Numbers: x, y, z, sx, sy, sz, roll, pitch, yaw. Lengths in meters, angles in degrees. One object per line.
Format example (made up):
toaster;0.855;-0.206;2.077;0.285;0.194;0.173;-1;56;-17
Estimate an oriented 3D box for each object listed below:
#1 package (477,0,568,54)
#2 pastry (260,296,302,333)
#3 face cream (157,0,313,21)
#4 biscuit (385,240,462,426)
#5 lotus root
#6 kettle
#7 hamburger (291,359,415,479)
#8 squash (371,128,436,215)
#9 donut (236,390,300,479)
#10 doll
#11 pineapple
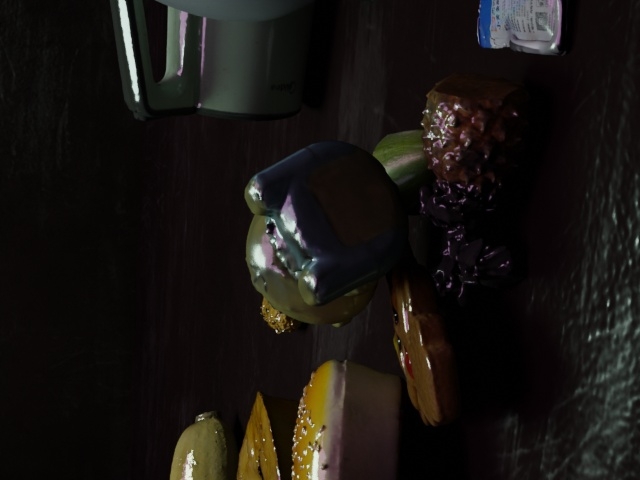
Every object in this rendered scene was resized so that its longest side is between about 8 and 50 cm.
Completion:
package;0.203;-0.275;1.071;0.173;0.027;0.171;-144;53;-68
pastry;-0.064;0.115;1.808;0.140;0.056;0.080;-132;52;-72
face cream;-0.085;-0.429;1.400;0.312;0.357;0.219;110;154;-44
biscuit;0.106;0.107;1.193;0.295;0.044;0.186;-108;6;-77
lotus root;-0.228;0.493;2.138;0.146;0.131;0.303;-3;83;28
kettle;-0.159;-0.380;1.646;0.250;0.361;0.376;23;116;38
hamburger;0.033;0.290;1.265;0.227;0.152;0.295;70;-155;-68
squash;0.132;-0.092;1.201;0.132;0.105;0.105;-24;67;55
donut;-0.055;0.374;1.691;0.277;0.109;0.277;180;90;-72
doll;0.000;0.000;1.213;0.177;0.162;0.260;57;162;10
pineapple;0.155;-0.046;1.097;0.119;0.111;0.237;-84;-5;-68
